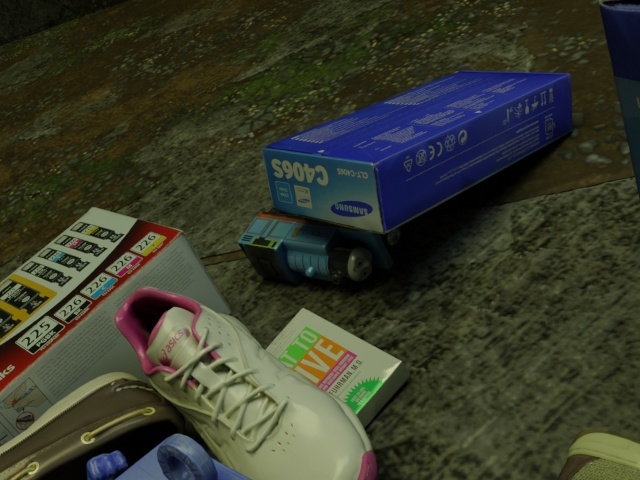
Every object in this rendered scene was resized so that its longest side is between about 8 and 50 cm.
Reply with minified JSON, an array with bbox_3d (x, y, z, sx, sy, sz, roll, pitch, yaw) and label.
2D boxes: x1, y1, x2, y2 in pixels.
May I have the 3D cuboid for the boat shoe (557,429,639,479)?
[{"bbox_3d":[0.239,0.182,0.459,0.224,0.080,0.073,10,54,51],"label":"boat shoe"}]

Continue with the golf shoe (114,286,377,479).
[{"bbox_3d":[-0.080,0.133,0.660,0.306,0.140,0.115,27,77,48],"label":"golf shoe"}]

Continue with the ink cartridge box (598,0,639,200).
[{"bbox_3d":[0.335,-0.086,0.473,0.270,0.395,0.151,-36,34,-17],"label":"ink cartridge box"}]

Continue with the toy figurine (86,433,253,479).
[{"bbox_3d":[-0.065,0.219,0.422,0.363,0.217,0.191,16,25,37],"label":"toy figurine"}]

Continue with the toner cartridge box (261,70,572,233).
[{"bbox_3d":[0.121,-0.114,0.863,0.348,0.075,0.165,-27,27,-37],"label":"toner cartridge box"}]

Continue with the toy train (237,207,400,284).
[{"bbox_3d":[0.000,0.000,0.874,0.184,0.080,0.105,9,54,37],"label":"toy train"}]

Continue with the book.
[{"bbox_3d":[0.002,0.130,0.730,0.096,0.035,0.144,-45,38,-19],"label":"book"}]

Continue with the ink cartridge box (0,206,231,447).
[{"bbox_3d":[-0.310,0.110,0.870,0.272,0.130,0.309,12,48,45],"label":"ink cartridge box"}]

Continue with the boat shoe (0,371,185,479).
[{"bbox_3d":[-0.260,0.243,0.666,0.324,0.116,0.097,-38,31,-30],"label":"boat shoe"}]
